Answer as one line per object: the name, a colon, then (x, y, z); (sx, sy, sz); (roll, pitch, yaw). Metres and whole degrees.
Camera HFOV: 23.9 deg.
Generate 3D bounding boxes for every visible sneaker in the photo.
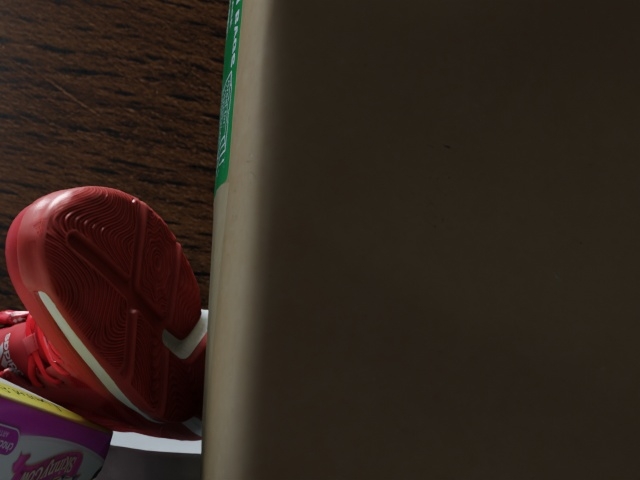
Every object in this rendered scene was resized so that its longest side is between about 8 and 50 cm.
sneaker: (-0.115, 0.048, 0.674); (0.128, 0.087, 0.221); (-4, -28, 17)

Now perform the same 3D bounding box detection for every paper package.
paper package: (0.109, -0.012, 0.639); (0.309, 0.324, 0.168); (6, -10, -7)

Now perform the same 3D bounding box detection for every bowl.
bowl: (-0.060, 0.130, 0.795); (0.142, 0.053, 0.142); (7, -5, -28)

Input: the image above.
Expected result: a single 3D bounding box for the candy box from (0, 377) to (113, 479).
candy box: (-0.221, 0.053, 0.611); (0.233, 0.071, 0.159); (22, -8, 20)
